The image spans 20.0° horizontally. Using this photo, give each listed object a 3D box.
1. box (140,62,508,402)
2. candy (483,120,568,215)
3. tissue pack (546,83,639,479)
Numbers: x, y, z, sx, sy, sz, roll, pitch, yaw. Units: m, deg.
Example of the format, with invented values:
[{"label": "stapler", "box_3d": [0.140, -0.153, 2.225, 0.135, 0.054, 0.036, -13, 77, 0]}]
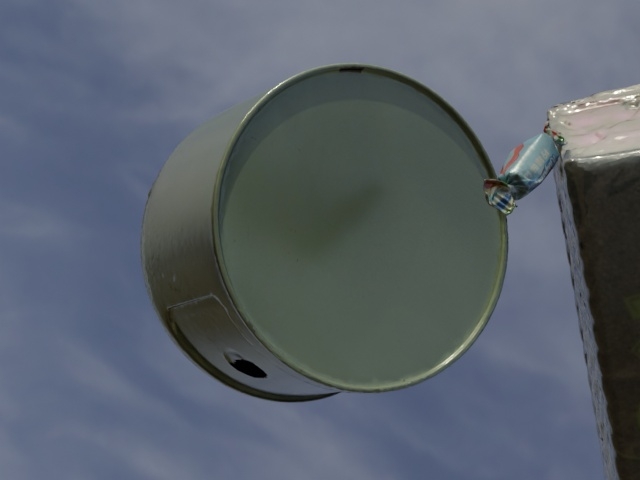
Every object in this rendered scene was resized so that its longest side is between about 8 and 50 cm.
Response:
[{"label": "box", "box_3d": [0.000, 0.000, 1.287, 0.226, 0.226, 0.149, 63, -26, -5]}, {"label": "candy", "box_3d": [0.127, -0.047, 1.133, 0.030, 0.083, 0.020, 45, -37, -8]}, {"label": "tissue pack", "box_3d": [0.342, 0.059, 1.380, 0.288, 0.124, 0.394, -14, -62, 1]}]
